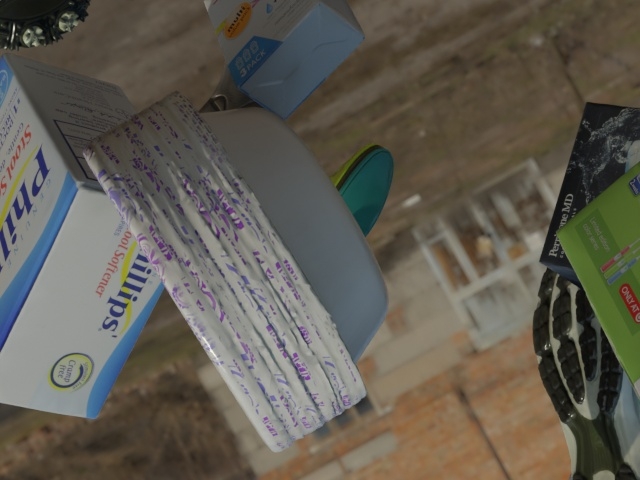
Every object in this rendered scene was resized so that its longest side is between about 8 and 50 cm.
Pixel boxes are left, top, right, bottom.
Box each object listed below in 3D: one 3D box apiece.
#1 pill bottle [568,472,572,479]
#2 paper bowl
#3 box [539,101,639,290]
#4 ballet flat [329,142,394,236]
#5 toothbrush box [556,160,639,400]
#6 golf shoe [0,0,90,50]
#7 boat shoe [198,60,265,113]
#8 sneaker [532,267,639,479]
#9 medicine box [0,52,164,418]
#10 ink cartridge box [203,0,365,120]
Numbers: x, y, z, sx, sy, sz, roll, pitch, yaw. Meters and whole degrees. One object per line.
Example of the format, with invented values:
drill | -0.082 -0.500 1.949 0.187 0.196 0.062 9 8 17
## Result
pill bottle | 0.406 0.299 1.629 0.136 0.245 0.136 -50 154 -36
paper bowl | -0.053 0.011 1.146 0.148 0.284 0.284 -32 176 -7
box | 0.296 -0.027 1.274 0.158 0.156 0.093 12 171 39
ballet flat | 0.000 0.000 1.482 0.077 0.231 0.077 7 157 38
toothbrush box | 0.331 -0.003 0.999 0.122 0.206 0.283 31 116 -36
golf shoe | -0.280 -0.282 1.519 0.273 0.120 0.105 -29 140 -34
boat shoe | -0.105 -0.183 2.221 0.355 0.132 0.130 -66 158 -7
sneaker | 0.336 0.154 1.465 0.182 0.410 0.158 -6 177 -28
medicine box | -0.282 -0.008 1.530 0.149 0.289 0.263 15 113 -35
ink cartridge box | -0.039 -0.203 1.274 0.104 0.181 0.061 -44 129 19
